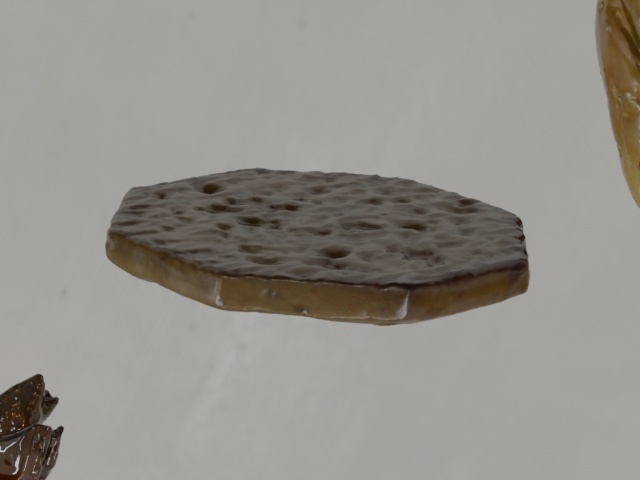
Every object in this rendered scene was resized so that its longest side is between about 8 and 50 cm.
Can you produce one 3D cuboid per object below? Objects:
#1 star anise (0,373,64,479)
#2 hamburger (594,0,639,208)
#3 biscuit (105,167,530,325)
[{"bbox_3d":[-0.218,0.174,0.928,0.088,0.288,0.288,42,112,-16],"label":"star anise"},{"bbox_3d":[0.360,-0.170,1.742,0.158,0.319,0.319,-3,125,35],"label":"hamburger"},{"bbox_3d":[0.001,0.001,1.499,0.359,0.359,0.046,2,107,-2],"label":"biscuit"}]
